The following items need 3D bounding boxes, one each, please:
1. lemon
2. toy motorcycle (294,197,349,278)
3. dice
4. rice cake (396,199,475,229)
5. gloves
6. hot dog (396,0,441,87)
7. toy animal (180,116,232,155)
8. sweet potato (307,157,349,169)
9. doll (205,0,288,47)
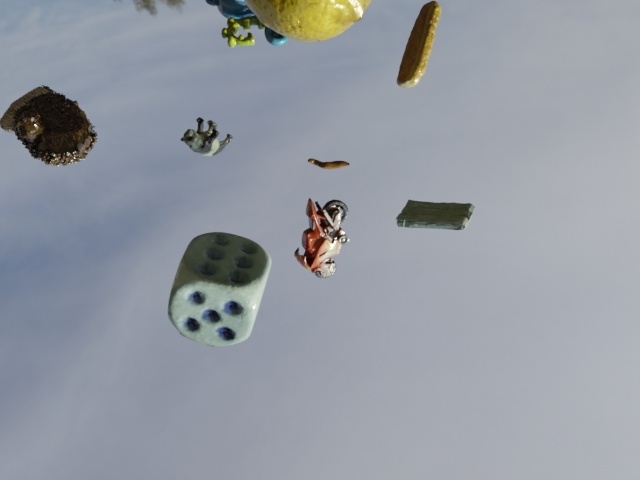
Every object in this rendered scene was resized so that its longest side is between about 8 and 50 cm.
[{"bbox_3d":[-0.035,-0.591,1.147,0.336,0.336,0.336,-5,-141,4],"label":"lemon"},{"bbox_3d":[0.001,0.000,1.864,0.171,0.297,0.089,4,-158,-17],"label":"toy motorcycle"},{"bbox_3d":[-0.311,0.148,1.711,0.265,0.262,0.268,17,-147,-4],"label":"dice"},{"bbox_3d":[0.348,-0.077,1.641,0.211,0.038,0.124,8,-140,30],"label":"rice cake"},{"bbox_3d":[-0.734,-0.312,1.467,0.313,0.135,0.210,28,-140,25],"label":"gloves"},{"bbox_3d":[0.287,-0.559,1.559,0.088,0.061,0.285,4,-110,56],"label":"hot dog"},{"bbox_3d":[-0.410,-0.360,1.933,0.094,0.121,0.225,42,-169,5],"label":"toy animal"},{"bbox_3d":[0.034,-0.319,2.290,0.179,0.044,0.044,2,-141,-4],"label":"sweet potato"},{"bbox_3d":[-0.182,-0.719,1.663,0.342,0.098,0.345,-1,-126,-4],"label":"doll"}]
